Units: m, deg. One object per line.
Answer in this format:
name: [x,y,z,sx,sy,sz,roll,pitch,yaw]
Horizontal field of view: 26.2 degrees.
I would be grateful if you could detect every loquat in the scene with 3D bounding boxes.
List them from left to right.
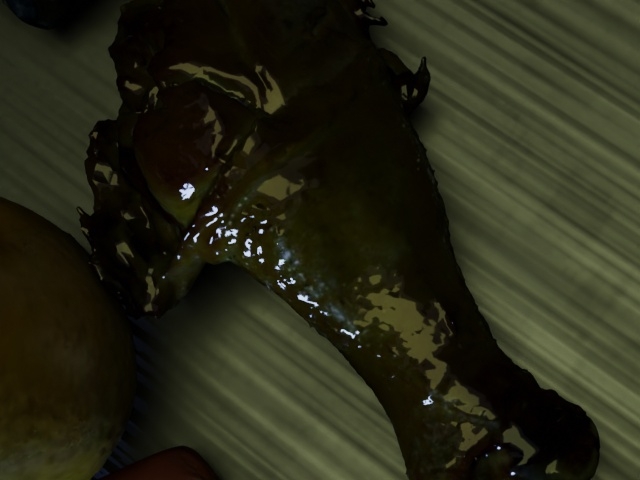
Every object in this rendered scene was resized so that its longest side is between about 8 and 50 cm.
loquat: [-0.211,0.072,0.733,0.213,0.213,0.213,-2,79,12]

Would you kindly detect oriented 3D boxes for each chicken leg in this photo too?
chicken leg: [-0.014,-0.004,0.739,0.211,0.140,0.361,-22,72,-1]

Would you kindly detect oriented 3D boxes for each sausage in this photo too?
sausage: [-0.100,0.153,0.768,0.094,0.059,0.054,-25,78,5]

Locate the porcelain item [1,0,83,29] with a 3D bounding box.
porcelain item: [-0.150,-0.280,0.827,0.186,0.138,0.288,42,91,5]
